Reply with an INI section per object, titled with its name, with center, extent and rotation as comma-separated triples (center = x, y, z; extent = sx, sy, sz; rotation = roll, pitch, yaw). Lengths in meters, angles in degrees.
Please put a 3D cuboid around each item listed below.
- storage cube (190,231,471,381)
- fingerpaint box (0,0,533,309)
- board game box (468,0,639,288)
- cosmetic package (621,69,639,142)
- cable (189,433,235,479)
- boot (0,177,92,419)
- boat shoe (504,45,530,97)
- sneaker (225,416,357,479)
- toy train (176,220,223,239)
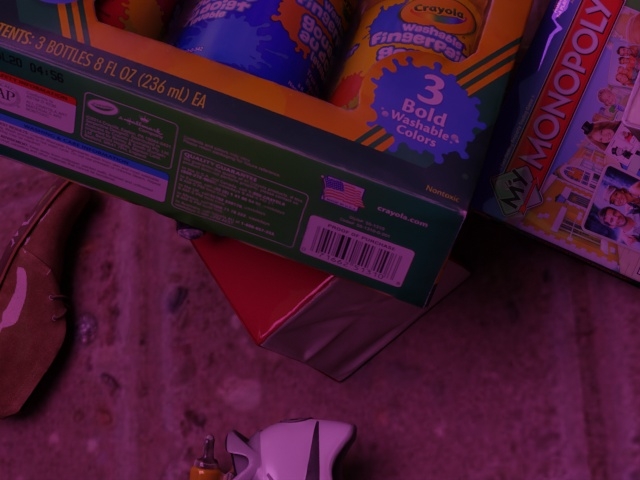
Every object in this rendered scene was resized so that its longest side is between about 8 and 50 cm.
[storage cube]
center = 0.000, 0.000, 1.523
extent = 0.215, 0.183, 0.193
rotation = -41, 59, 10
[fingerpaint box]
center = -0.049, -0.194, 1.370
extent = 0.445, 0.163, 0.371
rotation = 20, 54, 1
[board game box]
center = 0.291, -0.132, 1.439
extent = 0.213, 0.046, 0.317
rotation = 24, 85, 6
[cosmetic package]
center = 0.384, -0.088, 1.270
extent = 0.153, 0.296, 0.129
rotation = 18, 83, 32
[cable]
center = -0.108, 0.350, 1.552
extent = 0.139, 0.072, 0.287
rotation = 23, 97, 16
[boot]
center = -0.326, 0.062, 1.755
extent = 0.115, 0.112, 0.305
rotation = 27, 81, 4
[boat shoe]
center = 0.239, -0.162, 1.524
extent = 0.184, 0.066, 0.063
rotation = 3, 102, 19
[sneaker]
center = 0.013, 0.327, 1.425
extent = 0.146, 0.122, 0.330
rotation = -13, 83, 6
[toy train]
center = -0.094, -0.089, 1.452
extent = 0.105, 0.080, 0.184
rotation = -2, 69, 18
